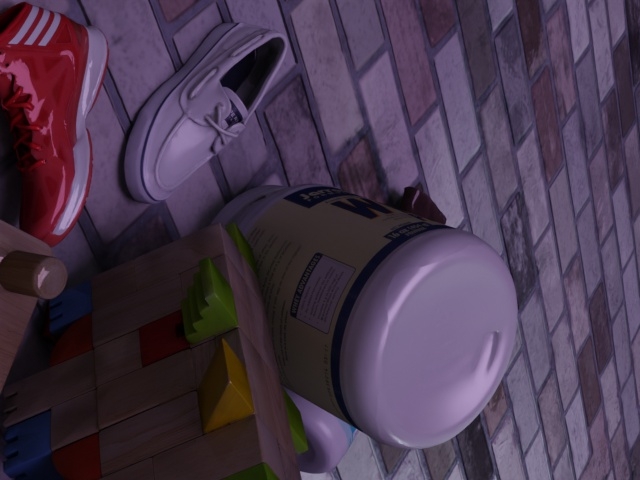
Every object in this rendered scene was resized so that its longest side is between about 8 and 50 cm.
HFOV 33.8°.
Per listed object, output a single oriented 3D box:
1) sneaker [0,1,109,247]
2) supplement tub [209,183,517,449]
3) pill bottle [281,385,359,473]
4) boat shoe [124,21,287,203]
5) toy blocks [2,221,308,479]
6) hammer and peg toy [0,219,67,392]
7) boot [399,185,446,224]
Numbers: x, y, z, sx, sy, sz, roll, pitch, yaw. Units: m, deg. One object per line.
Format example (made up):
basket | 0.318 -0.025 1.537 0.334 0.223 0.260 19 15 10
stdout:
sneaker | -0.275 -0.110 0.958 0.128 0.087 0.221 20 69 -47
supplement tub | 0.029 0.068 1.175 0.235 0.325 0.235 -15 114 -37
pill bottle | 0.021 0.164 1.382 0.264 0.146 0.146 -52 137 -37
boat shoe | -0.121 -0.146 1.153 0.258 0.084 0.095 -63 143 -25
toy blocks | -0.172 0.156 0.972 0.381 0.260 0.191 -105 169 -46
hammer and peg toy | -0.381 0.061 0.787 0.361 0.127 0.266 34 70 -50
boot | 0.161 0.059 1.612 0.248 0.090 0.207 43 65 -47
